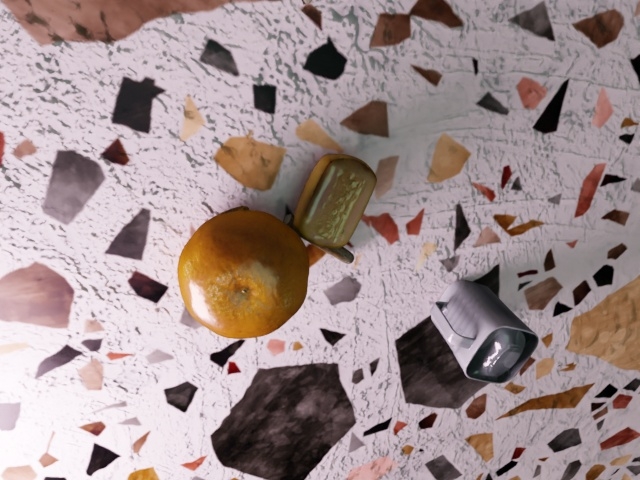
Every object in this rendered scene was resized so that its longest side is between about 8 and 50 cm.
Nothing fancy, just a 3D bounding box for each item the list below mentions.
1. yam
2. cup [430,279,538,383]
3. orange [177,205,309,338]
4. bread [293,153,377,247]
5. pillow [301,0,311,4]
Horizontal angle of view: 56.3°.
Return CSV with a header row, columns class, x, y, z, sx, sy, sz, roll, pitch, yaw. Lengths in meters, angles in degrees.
class,x,y,z,sx,sy,sz,roll,pitch,yaw
yam,0.000,0.000,0.764,0.116,0.021,0.021,33,106,-31
cup,0.217,0.126,0.850,0.128,0.129,0.095,15,114,-26
orange,-0.088,0.037,0.699,0.155,0.134,0.154,0,103,-2
bread,0.013,-0.050,0.717,0.082,0.056,0.115,15,107,-24
pillow,-0.043,-0.339,0.525,0.230,0.050,0.148,34,100,-29
